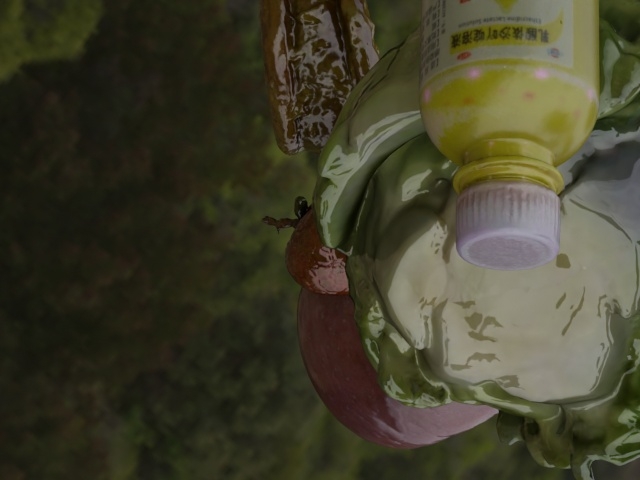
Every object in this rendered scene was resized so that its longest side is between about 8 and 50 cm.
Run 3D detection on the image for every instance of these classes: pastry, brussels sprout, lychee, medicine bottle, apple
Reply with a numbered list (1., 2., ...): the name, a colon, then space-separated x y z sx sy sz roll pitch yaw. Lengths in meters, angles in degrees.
1. pastry: 0.006 -0.205 1.954 0.235 0.132 0.240 -92 178 -50
2. brussels sprout: 0.182 -0.033 1.552 0.361 0.342 0.425 -83 156 -62
3. lychee: 0.003 0.005 1.791 0.114 0.140 0.101 93 9 -59
4. medicine bottle: 0.126 -0.090 1.203 0.122 0.121 0.212 57 33 -62
5. apple: 0.124 0.080 1.915 0.305 0.235 0.306 -26 180 0
